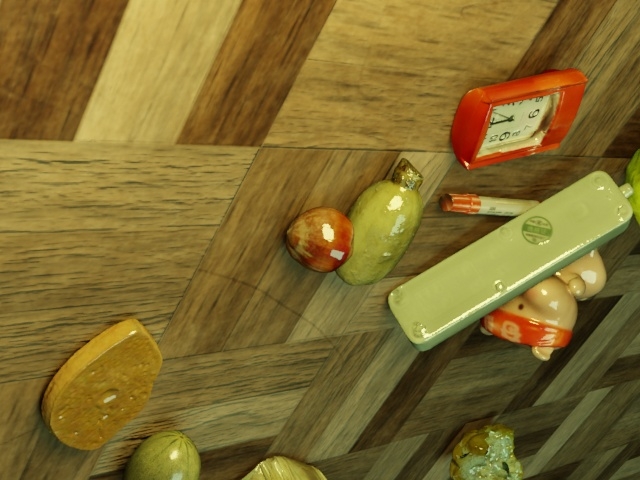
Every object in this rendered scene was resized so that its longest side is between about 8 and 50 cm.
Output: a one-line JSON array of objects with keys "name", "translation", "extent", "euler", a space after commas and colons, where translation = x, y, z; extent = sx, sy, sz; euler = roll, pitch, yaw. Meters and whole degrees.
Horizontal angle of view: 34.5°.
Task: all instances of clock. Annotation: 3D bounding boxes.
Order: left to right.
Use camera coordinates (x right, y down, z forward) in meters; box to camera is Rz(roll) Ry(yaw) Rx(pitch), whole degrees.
[{"name": "clock", "translation": [0.238, -0.156, 1.265], "extent": [0.155, 0.061, 0.113], "euler": [-16, 142, -26]}]

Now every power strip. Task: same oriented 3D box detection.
[{"name": "power strip", "translation": [0.279, 0.024, 1.466], "extent": [0.385, 0.091, 0.062], "euler": [-31, 156, 0]}]

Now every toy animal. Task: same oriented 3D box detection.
[{"name": "toy animal", "translation": [0.332, 0.081, 1.564], "extent": [0.198, 0.171, 0.171], "euler": [-48, 152, -19]}]

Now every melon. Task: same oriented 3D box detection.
[{"name": "melon", "translation": [-0.210, 0.310, 1.368], "extent": [0.098, 0.098, 0.131], "euler": [3, 130, -47]}]

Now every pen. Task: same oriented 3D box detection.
[{"name": "pen", "translation": [0.244, -0.048, 1.436], "extent": [0.239, 0.028, 0.028], "euler": [2, 131, -47]}]

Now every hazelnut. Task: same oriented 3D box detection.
[{"name": "hazelnut", "translation": [0.000, 0.000, 1.208], "extent": [0.086, 0.086, 0.086], "euler": [-26, 147, -19]}]

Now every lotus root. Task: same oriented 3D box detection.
[{"name": "lotus root", "translation": [0.075, -0.016, 1.252], "extent": [0.090, 0.077, 0.183], "euler": [-17, 145, -46]}]

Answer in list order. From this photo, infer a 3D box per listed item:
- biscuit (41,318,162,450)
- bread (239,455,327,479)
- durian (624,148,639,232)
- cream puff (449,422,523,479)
[{"name": "biscuit", "translation": [-0.257, 0.174, 1.209], "extent": [0.141, 0.029, 0.221], "euler": [-14, 141, -37]}, {"name": "bread", "translation": [-0.075, 0.457, 1.682], "extent": [0.192, 0.110, 0.210], "euler": [-39, 149, 3]}, {"name": "durian", "translation": [0.606, -0.127, 1.566], "extent": [0.340, 0.204, 0.255], "euler": [-60, 158, 16]}, {"name": "cream puff", "translation": [0.334, 0.439, 2.061], "extent": [0.156, 0.156, 0.121], "euler": [-3, 165, -44]}]
